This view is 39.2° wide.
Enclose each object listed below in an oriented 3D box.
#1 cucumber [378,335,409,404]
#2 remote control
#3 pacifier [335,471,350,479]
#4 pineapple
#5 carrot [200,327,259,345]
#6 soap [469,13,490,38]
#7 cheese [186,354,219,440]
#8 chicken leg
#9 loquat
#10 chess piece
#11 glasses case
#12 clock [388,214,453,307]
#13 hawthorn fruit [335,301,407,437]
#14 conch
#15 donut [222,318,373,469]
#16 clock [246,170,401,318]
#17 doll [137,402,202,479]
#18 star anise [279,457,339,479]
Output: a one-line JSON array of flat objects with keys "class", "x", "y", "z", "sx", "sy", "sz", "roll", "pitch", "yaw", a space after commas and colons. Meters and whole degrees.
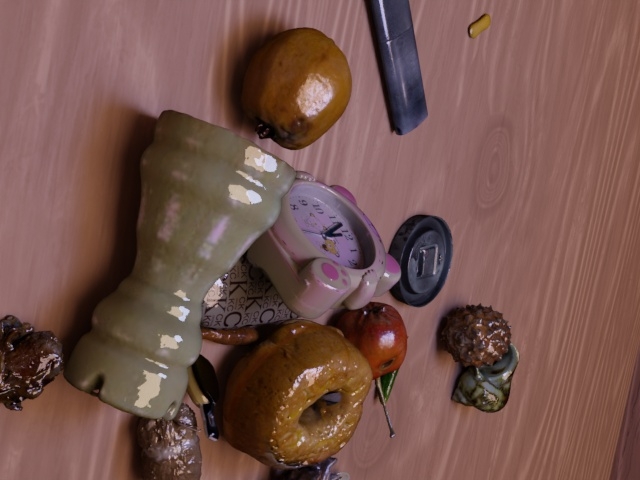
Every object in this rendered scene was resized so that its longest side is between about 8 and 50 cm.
[{"class": "cucumber", "x": 0.162, "y": 0.294, "z": 2.056, "sx": 0.039, "sy": 0.039, "sz": 0.168, "roll": 24, "pitch": 85, "yaw": -51}, {"class": "remote control", "x": 0.155, "y": -0.403, "z": 1.824, "sx": 0.107, "sy": 0.044, "sz": 0.377, "roll": -45, "pitch": 133, "yaw": -38}, {"class": "pacifier", "x": 0.045, "y": 0.554, "z": 1.978, "sx": 0.068, "sy": 0.064, "sz": 0.083, "roll": -24, "pitch": 120, "yaw": -24}, {"class": "pineapple", "x": 0.396, "y": 0.232, "z": 2.219, "sx": 0.193, "sy": 0.166, "sz": 0.166, "roll": 0, "pitch": 102, "yaw": -46}, {"class": "carrot", "x": -0.172, "y": 0.172, "z": 1.622, "sx": 0.165, "sy": 0.036, "sz": 0.035, "roll": 8, "pitch": 95, "yaw": -48}, {"class": "soap", "x": 0.368, "y": -0.495, "z": 2.074, "sx": 0.089, "sy": 0.012, "sz": 0.034, "roll": -40, "pitch": 130, "yaw": -36}, {"class": "cheese", "x": -0.198, "y": 0.270, "z": 1.539, "sx": 0.036, "sy": 0.162, "sz": 0.086, "roll": -30, "pitch": 140, "yaw": 11}, {"class": "chicken leg", "x": -0.455, "y": 0.196, "z": 1.266, "sx": 0.196, "sy": 0.080, "sz": 0.125, "roll": -44, "pitch": 122, "yaw": -23}, {"class": "loquat", "x": -0.039, "y": -0.259, "z": 1.543, "sx": 0.187, "sy": 0.176, "sz": 0.234, "roll": 47, "pitch": 62, "yaw": -28}, {"class": "chess piece", "x": -0.221, "y": 0.045, "z": 1.386, "sx": 0.234, "sy": 0.234, "sz": 0.442, "roll": 28, "pitch": 83, "yaw": -50}, {"class": "glasses case", "x": -0.102, "y": 0.082, "z": 1.634, "sx": 0.355, "sy": 0.085, "sz": 0.137, "roll": -5, "pitch": 102, "yaw": -50}, {"class": "clock", "x": 0.228, "y": 0.046, "z": 2.053, "sx": 0.215, "sy": 0.042, "sz": 0.215, "roll": -18, "pitch": 115, "yaw": -46}, {"class": "hawthorn fruit", "x": 0.122, "y": 0.268, "z": 1.891, "sx": 0.165, "sy": 0.165, "sz": 0.285, "roll": -30, "pitch": 113, "yaw": -41}, {"class": "conch", "x": 0.425, "y": 0.352, "z": 2.329, "sx": 0.181, "sy": 0.124, "sz": 0.187, "roll": -36, "pitch": 108, "yaw": -28}, {"class": "donut", "x": -0.040, "y": 0.298, "z": 1.713, "sx": 0.317, "sy": 0.150, "sz": 0.299, "roll": -35, "pitch": 137, "yaw": -33}, {"class": "clock", "x": 0.000, "y": 0.000, "z": 1.611, "sx": 0.114, "sy": 0.284, "sz": 0.309, "roll": -46, "pitch": 156, "yaw": 29}, {"class": "doll", "x": -0.257, "y": 0.378, "z": 1.534, "sx": 0.105, "sy": 0.115, "sz": 0.221, "roll": -17, "pitch": 123, "yaw": -41}, {"class": "star anise", "x": -0.057, "y": 0.531, "z": 1.818, "sx": 0.223, "sy": 0.109, "sz": 0.236, "roll": -66, "pitch": 158, "yaw": 8}]
